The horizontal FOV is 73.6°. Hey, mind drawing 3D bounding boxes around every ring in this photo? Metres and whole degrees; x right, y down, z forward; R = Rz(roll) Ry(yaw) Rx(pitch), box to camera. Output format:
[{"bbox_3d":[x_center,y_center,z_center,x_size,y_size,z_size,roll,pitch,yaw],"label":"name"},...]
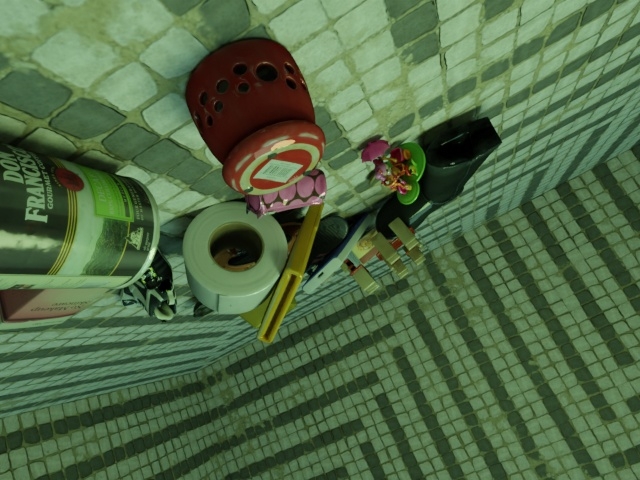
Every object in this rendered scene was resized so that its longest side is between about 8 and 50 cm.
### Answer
[{"bbox_3d":[-0.189,0.040,1.363,0.336,0.032,0.336,-24,165,-7],"label":"ring"}]

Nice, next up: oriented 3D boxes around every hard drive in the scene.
[{"bbox_3d":[0.065,0.040,1.540,0.210,0.040,0.319,-46,-177,39],"label":"hard drive"}]

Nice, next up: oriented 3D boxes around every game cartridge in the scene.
[{"bbox_3d":[-0.077,0.078,1.186,0.324,0.052,0.285,-71,-175,-52],"label":"game cartridge"}]

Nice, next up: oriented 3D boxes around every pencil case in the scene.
[{"bbox_3d":[-0.078,-0.116,1.029,0.209,0.098,0.095,-15,161,-33],"label":"pencil case"}]

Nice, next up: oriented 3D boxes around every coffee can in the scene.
[{"bbox_3d":[-0.413,-0.027,0.629,0.201,0.202,0.275,-31,164,19],"label":"coffee can"}]

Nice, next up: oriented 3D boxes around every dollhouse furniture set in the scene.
[{"bbox_3d":[0.214,0.048,1.447,0.259,0.135,0.262,-39,154,5],"label":"dollhouse furniture set"}]

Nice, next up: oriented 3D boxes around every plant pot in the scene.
[{"bbox_3d":[-0.092,-0.182,0.673,0.191,0.174,0.191,-25,163,-8],"label":"plant pot"},{"bbox_3d":[-0.215,0.217,1.634,0.212,0.187,0.212,-41,160,9],"label":"plant pot"}]

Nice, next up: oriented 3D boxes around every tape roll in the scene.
[{"bbox_3d":[-0.215,0.046,1.074,0.246,0.246,0.169,-19,162,-22],"label":"tape roll"}]

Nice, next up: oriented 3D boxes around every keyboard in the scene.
[{"bbox_3d":[-0.174,0.009,1.401,0.317,0.033,0.201,-30,164,13],"label":"keyboard"}]

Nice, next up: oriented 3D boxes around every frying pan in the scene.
[{"bbox_3d":[-0.363,0.204,1.697,0.326,0.053,0.197,-33,167,-11],"label":"frying pan"}]

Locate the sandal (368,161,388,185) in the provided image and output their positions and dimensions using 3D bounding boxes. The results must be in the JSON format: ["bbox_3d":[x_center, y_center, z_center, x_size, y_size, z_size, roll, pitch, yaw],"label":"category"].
[{"bbox_3d":[0.225,-0.208,1.268,0.180,0.049,0.072,-27,165,4],"label":"sandal"}]

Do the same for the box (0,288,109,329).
[{"bbox_3d":[-0.548,0.075,0.881,0.232,0.127,0.148,-32,163,21],"label":"box"}]

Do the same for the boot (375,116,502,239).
[{"bbox_3d":[0.336,-0.167,1.337,0.367,0.146,0.445,-37,171,-2],"label":"boot"}]

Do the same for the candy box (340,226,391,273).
[{"bbox_3d":[0.176,0.032,1.716,0.183,0.087,0.316,-39,177,-13],"label":"candy box"}]

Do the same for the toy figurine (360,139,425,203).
[{"bbox_3d":[0.173,-0.189,1.102,0.159,0.173,0.130,8,163,-40],"label":"toy figurine"}]

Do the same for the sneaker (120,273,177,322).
[{"bbox_3d":[-0.498,0.186,1.254,0.235,0.153,0.094,-33,160,25],"label":"sneaker"}]

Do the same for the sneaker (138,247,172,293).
[{"bbox_3d":[-0.427,0.072,1.081,0.084,0.097,0.235,-25,157,-2],"label":"sneaker"}]

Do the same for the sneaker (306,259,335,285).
[{"bbox_3d":[-0.012,0.117,1.876,0.108,0.121,0.302,-46,-177,-4],"label":"sneaker"}]

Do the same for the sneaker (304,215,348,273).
[{"bbox_3d":[0.000,0.000,1.548,0.319,0.112,0.131,-41,-178,38],"label":"sneaker"}]
